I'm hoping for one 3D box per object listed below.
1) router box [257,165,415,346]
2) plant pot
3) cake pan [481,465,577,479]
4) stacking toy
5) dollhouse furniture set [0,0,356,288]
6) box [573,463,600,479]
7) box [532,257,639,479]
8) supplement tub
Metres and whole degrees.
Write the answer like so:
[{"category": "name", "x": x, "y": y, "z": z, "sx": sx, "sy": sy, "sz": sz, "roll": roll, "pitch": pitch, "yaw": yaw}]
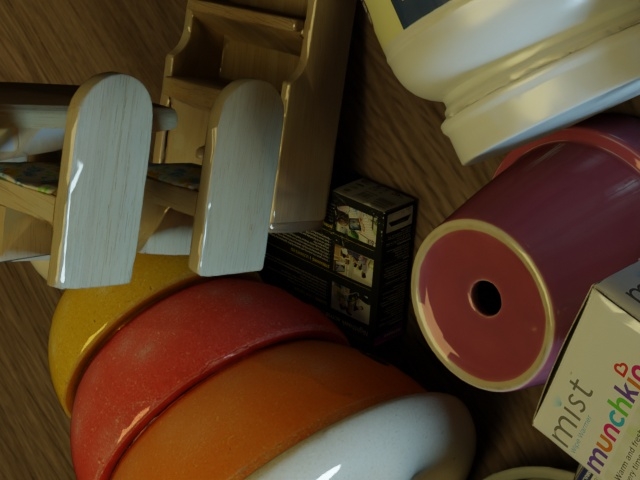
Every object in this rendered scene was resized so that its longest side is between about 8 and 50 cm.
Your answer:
[{"category": "router box", "x": 0.000, "y": 0.000, "z": 1.460, "sx": 0.179, "sy": 0.046, "sz": 0.133, "roll": 25, "pitch": 123, "yaw": 37}, {"category": "plant pot", "x": 0.171, "y": 0.022, "z": 1.201, "sx": 0.201, "sy": 0.180, "sz": 0.201, "roll": 20, "pitch": 119, "yaw": 40}, {"category": "cake pan", "x": 0.226, "y": 0.317, "z": 1.353, "sx": 0.293, "sy": 0.054, "sz": 0.293, "roll": 19, "pitch": 118, "yaw": 40}, {"category": "stacking toy", "x": -0.125, "y": 0.107, "z": 1.430, "sx": 0.480, "sy": 0.350, "sz": 0.350, "roll": 52, "pitch": 135, "yaw": 24}, {"category": "dollhouse furniture set", "x": -0.164, "y": -0.140, "z": 1.282, "sx": 0.362, "sy": 0.394, "sz": 0.256, "roll": 17, "pitch": 104, "yaw": 40}, {"category": "box", "x": 0.313, "y": 0.177, "z": 1.183, "sx": 0.225, "sy": 0.036, "sz": 0.136, "roll": 27, "pitch": 127, "yaw": 5}, {"category": "box", "x": 0.310, "y": 0.096, "z": 1.032, "sx": 0.231, "sy": 0.262, "sz": 0.127, "roll": 38, "pitch": 129, "yaw": 28}, {"category": "supplement tub", "x": 0.121, "y": -0.238, "z": 1.107, "sx": 0.235, "sy": 0.235, "sz": 0.325, "roll": -27, "pitch": 86, "yaw": 47}]
